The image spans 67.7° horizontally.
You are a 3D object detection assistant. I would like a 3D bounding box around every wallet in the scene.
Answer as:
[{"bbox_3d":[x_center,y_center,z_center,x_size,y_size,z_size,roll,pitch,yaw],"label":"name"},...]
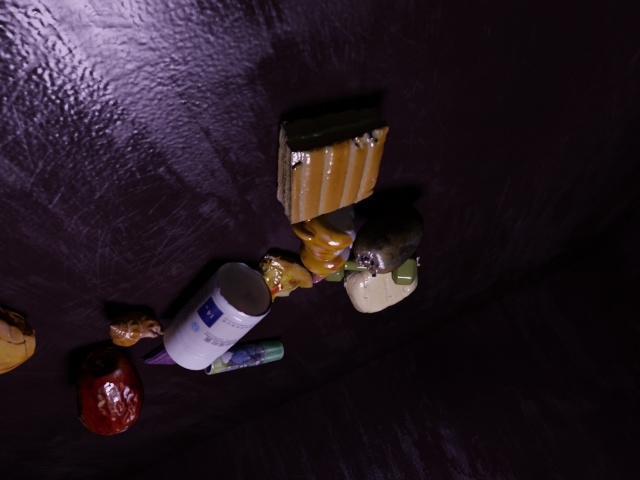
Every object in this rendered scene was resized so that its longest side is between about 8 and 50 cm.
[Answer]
[{"bbox_3d":[-0.542,0.415,1.712,0.111,0.030,0.166,-35,152,14],"label":"wallet"}]

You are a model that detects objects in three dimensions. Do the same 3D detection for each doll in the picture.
[{"bbox_3d":[0.017,-0.005,1.332,0.162,0.166,0.269,0,146,4],"label":"doll"}]

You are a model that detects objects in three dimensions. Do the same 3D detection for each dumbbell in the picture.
[{"bbox_3d":[0.153,0.076,1.520,0.302,0.121,0.108,4,124,6],"label":"dumbbell"}]

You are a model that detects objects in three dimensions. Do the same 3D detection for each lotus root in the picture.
[{"bbox_3d":[0.211,-0.015,1.415,0.275,0.152,0.160,-48,136,-39],"label":"lotus root"}]

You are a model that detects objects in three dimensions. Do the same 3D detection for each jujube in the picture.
[{"bbox_3d":[-0.670,0.473,1.512,0.223,0.223,0.317,-12,139,-24],"label":"jujube"}]

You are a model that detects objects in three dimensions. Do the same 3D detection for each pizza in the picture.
[{"bbox_3d":[-0.167,0.158,1.544,0.288,0.075,0.280,-36,150,18],"label":"pizza"}]

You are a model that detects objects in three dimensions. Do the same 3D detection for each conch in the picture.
[{"bbox_3d":[-0.536,0.252,1.400,0.109,0.093,0.330,-43,173,-4],"label":"conch"}]

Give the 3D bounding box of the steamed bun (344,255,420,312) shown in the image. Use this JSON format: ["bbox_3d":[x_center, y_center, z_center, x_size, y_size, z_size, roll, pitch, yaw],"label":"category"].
[{"bbox_3d":[0.211,0.115,1.695,0.273,0.166,0.232,-28,132,-1],"label":"steamed bun"}]

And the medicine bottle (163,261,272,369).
[{"bbox_3d":[-0.313,0.232,1.425,0.190,0.189,0.332,8,137,-47],"label":"medicine bottle"}]

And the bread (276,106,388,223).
[{"bbox_3d":[0.023,-0.178,1.095,0.239,0.111,0.246,-20,149,-18],"label":"bread"}]

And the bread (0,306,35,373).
[{"bbox_3d":[-0.783,0.207,1.056,0.167,0.132,0.294,-18,153,-1],"label":"bread"}]

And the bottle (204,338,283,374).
[{"bbox_3d":[-0.306,0.466,1.931,0.330,0.093,0.093,-1,143,-39],"label":"bottle"}]
